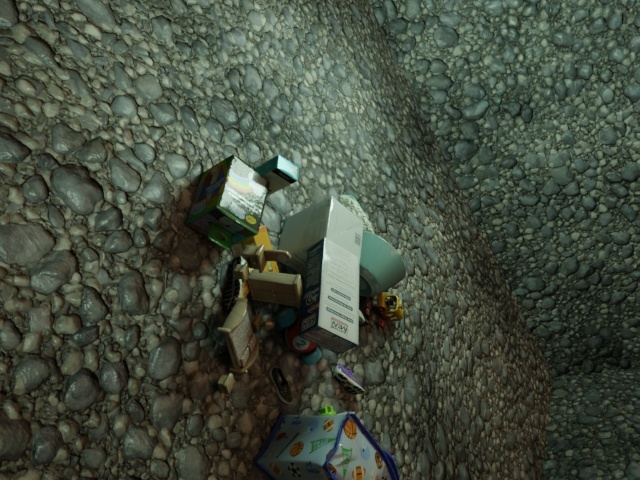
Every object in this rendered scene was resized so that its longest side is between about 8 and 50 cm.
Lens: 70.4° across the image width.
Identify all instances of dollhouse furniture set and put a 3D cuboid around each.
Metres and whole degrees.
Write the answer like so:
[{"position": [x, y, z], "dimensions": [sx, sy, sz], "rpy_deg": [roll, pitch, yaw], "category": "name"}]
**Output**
[{"position": [-0.187, 0.240, 1.378], "dimensions": [0.356, 0.173, 0.304], "rpy_deg": [-68, 159, -48], "category": "dollhouse furniture set"}]

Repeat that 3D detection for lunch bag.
[{"position": [0.049, 0.735, 1.433], "dimensions": [0.386, 0.327, 0.239], "rpy_deg": [55, 44, -16], "category": "lunch bag"}]

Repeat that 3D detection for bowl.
[{"position": [0.191, 0.122, 1.944], "dimensions": [0.163, 0.311, 0.312], "rpy_deg": [-48, 112, -28], "category": "bowl"}]

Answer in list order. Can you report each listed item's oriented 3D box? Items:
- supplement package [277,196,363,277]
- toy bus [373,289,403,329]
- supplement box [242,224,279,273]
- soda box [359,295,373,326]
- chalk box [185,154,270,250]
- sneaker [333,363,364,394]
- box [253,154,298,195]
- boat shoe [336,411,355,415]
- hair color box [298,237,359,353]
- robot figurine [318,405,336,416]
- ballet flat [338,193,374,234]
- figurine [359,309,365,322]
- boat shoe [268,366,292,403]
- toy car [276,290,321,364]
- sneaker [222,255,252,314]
[{"position": [0.000, 0.000, 1.760], "dimensions": [0.198, 0.262, 0.200], "rpy_deg": [36, 48, -35], "category": "supplement package"}, {"position": [0.326, 0.299, 2.107], "dimensions": [0.202, 0.104, 0.191], "rpy_deg": [-38, 120, -66], "category": "toy bus"}, {"position": [-0.213, 0.068, 1.627], "dimensions": [0.078, 0.080, 0.234], "rpy_deg": [-11, 80, -51], "category": "supplement box"}, {"position": [0.192, 0.297, 2.016], "dimensions": [0.053, 0.060, 0.169], "rpy_deg": [45, 43, -29], "category": "soda box"}, {"position": [-0.311, -0.100, 1.507], "dimensions": [0.180, 0.179, 0.289], "rpy_deg": [36, 49, -35], "category": "chalk box"}, {"position": [0.121, 0.552, 1.812], "dimensions": [0.170, 0.068, 0.071], "rpy_deg": [49, 36, -22], "category": "sneaker"}, {"position": [-0.199, -0.217, 1.637], "dimensions": [0.100, 0.244, 0.060], "rpy_deg": [29, 53, -40], "category": "box"}, {"position": [0.095, 0.762, 1.649], "dimensions": [0.096, 0.088, 0.268], "rpy_deg": [73, 12, -58], "category": "boat shoe"}, {"position": [0.035, 0.180, 1.516], "dimensions": [0.173, 0.105, 0.348], "rpy_deg": [30, 44, -27], "category": "hair color box"}, {"position": [0.031, 0.663, 1.644], "dimensions": [0.101, 0.067, 0.115], "rpy_deg": [3, 65, -39], "category": "robot figurine"}, {"position": [0.179, -0.017, 2.093], "dimensions": [0.409, 0.146, 0.147], "rpy_deg": [58, 39, -13], "category": "ballet flat"}, {"position": [0.064, 0.242, 1.769], "dimensions": [0.092, 0.214, 0.210], "rpy_deg": [-18, 89, -49], "category": "figurine"}, {"position": [-0.130, 0.498, 1.554], "dimensions": [0.049, 0.040, 0.142], "rpy_deg": [-38, 103, -51], "category": "boat shoe"}, {"position": [0.006, 0.309, 1.624], "dimensions": [0.210, 0.237, 0.219], "rpy_deg": [-43, 109, -36], "category": "toy car"}, {"position": [-0.262, 0.159, 1.524], "dimensions": [0.094, 0.081, 0.209], "rpy_deg": [37, 49, -42], "category": "sneaker"}]
